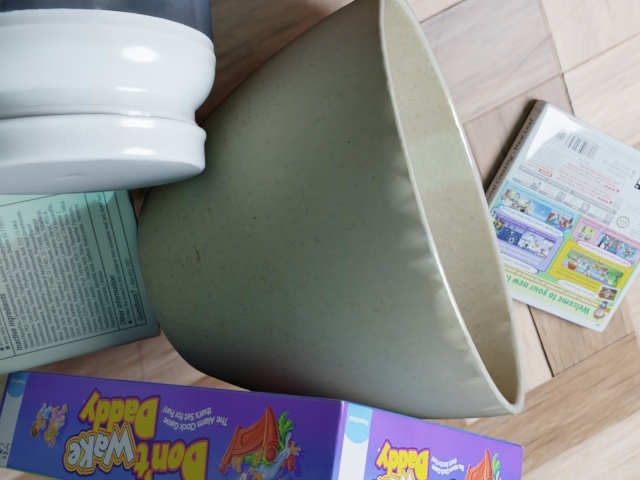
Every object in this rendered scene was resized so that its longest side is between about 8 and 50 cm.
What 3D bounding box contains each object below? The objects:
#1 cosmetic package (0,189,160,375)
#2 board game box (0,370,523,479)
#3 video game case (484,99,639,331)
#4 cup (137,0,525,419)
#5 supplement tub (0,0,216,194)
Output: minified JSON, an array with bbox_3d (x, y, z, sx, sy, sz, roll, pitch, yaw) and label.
[{"bbox_3d":[-0.298,0.026,0.683,0.310,0.113,0.160,-12,115,-12],"label":"cosmetic package"},{"bbox_3d":[-0.056,0.167,0.663,0.233,0.347,0.078,25,68,-47],"label":"board game box"},{"bbox_3d":[0.261,-0.018,0.890,0.213,0.023,0.193,21,104,-25],"label":"video game case"},{"bbox_3d":[0.000,0.000,0.680,0.237,0.331,0.331,-18,118,17],"label":"cup"},{"bbox_3d":[-0.168,-0.174,0.551,0.191,0.191,0.272,-4,88,-16],"label":"supplement tub"}]
